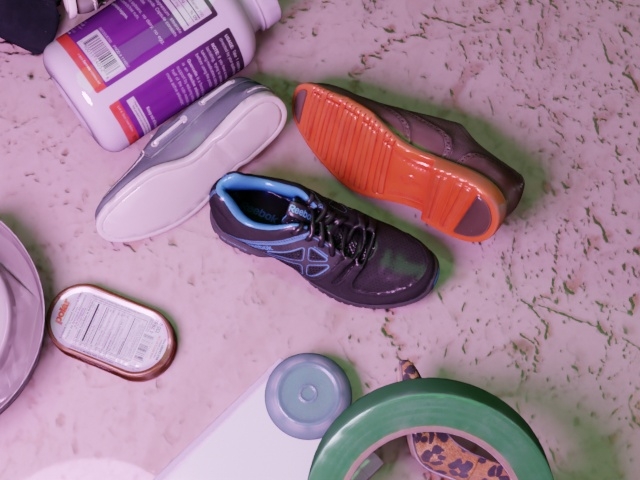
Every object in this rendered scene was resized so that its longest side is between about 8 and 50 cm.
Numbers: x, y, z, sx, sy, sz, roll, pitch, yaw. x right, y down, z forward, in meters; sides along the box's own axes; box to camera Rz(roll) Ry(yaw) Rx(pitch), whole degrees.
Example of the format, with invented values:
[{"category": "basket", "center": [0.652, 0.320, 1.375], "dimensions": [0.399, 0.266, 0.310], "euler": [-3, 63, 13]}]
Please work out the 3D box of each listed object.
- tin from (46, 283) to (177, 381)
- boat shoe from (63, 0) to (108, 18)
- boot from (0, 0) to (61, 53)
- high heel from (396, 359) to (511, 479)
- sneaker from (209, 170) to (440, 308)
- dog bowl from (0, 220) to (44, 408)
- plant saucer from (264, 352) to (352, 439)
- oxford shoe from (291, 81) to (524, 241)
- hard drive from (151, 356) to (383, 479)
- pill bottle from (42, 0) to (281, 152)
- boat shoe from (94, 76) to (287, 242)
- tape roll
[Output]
[{"category": "tin", "center": [-0.293, 0.127, 1.681], "dimensions": [0.189, 0.040, 0.106], "euler": [20, 71, 6]}, {"category": "boat shoe", "center": [-0.324, -0.395, 1.721], "dimensions": [0.091, 0.305, 0.109], "euler": [-4, 117, -6]}, {"category": "boot", "center": [-0.474, -0.405, 1.742], "dimensions": [0.094, 0.207, 0.247], "euler": [-9, 82, 31]}, {"category": "high heel", "center": [0.211, 0.265, 1.601], "dimensions": [0.186, 0.093, 0.261], "euler": [-17, 89, 0]}, {"category": "sneaker", "center": [0.000, 0.000, 1.659], "dimensions": [0.340, 0.140, 0.125], "euler": [18, 75, 5]}, {"category": "dog bowl", "center": [-0.542, 0.118, 1.651], "dimensions": [0.348, 0.102, 0.349], "euler": [0, 75, 1]}, {"category": "plant saucer", "center": [-0.016, 0.208, 1.621], "dimensions": [0.119, 0.021, 0.119], "euler": [0, 74, 0]}, {"category": "oxford shoe", "center": [0.122, -0.129, 1.725], "dimensions": [0.363, 0.130, 0.132], "euler": [34, 44, 16]}, {"category": "hard drive", "center": [-0.095, 0.336, 1.617], "dimensions": [0.307, 0.040, 0.203], "euler": [-43, 78, -11]}, {"category": "pill bottle", "center": [-0.221, -0.281, 1.719], "dimensions": [0.323, 0.181, 0.181], "euler": [-35, 77, -9]}, {"category": "boat shoe", "center": [-0.196, -0.119, 1.722], "dimensions": [0.319, 0.116, 0.099], "euler": [-38, 50, -3]}, {"category": "tape roll", "center": [0.139, 0.338, 1.529], "dimensions": [0.321, 0.077, 0.321], "euler": [1, 100, 4]}]
